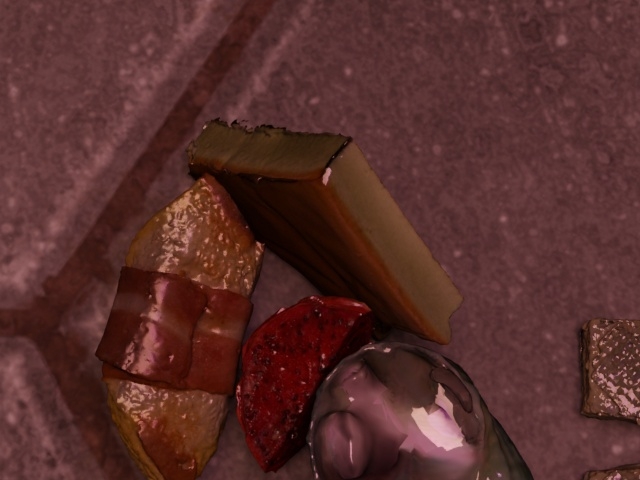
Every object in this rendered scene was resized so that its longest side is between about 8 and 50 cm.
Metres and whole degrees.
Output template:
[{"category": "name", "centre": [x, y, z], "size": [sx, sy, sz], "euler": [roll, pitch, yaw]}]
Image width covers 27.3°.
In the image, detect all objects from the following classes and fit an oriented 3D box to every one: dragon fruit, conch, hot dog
[{"category": "dragon fruit", "centre": [-0.015, 0.105, 1.097], "size": [0.083, 0.106, 0.162], "euler": [29, 102, 20]}, {"category": "conch", "centre": [0.078, 0.223, 1.035], "size": [0.220, 0.195, 0.277], "euler": [15, 105, -18]}, {"category": "hot dog", "centre": [-0.122, 0.078, 1.095], "size": [0.123, 0.093, 0.261], "euler": [24, 74, -34]}]

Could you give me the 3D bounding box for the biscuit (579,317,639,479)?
[{"category": "biscuit", "centre": [0.291, 0.188, 1.115], "size": [0.147, 0.046, 0.249], "euler": [6, 75, -2]}]

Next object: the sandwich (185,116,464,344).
[{"category": "sandwich", "centre": [0.000, 0.000, 1.117], "size": [0.063, 0.245, 0.212], "euler": [-44, 116, -16]}]
